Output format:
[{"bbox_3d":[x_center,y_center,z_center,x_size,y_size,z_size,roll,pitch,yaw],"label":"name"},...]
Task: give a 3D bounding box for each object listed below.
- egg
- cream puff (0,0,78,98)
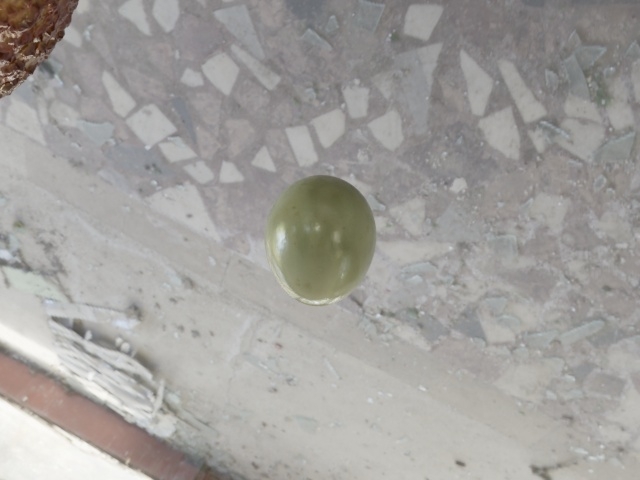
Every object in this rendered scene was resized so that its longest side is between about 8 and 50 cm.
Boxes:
[{"bbox_3d":[0.000,0.000,0.959,0.188,0.254,0.189,0,131,0],"label":"egg"},{"bbox_3d":[-0.361,-0.243,0.521,0.350,0.351,0.229,8,150,21],"label":"cream puff"}]
